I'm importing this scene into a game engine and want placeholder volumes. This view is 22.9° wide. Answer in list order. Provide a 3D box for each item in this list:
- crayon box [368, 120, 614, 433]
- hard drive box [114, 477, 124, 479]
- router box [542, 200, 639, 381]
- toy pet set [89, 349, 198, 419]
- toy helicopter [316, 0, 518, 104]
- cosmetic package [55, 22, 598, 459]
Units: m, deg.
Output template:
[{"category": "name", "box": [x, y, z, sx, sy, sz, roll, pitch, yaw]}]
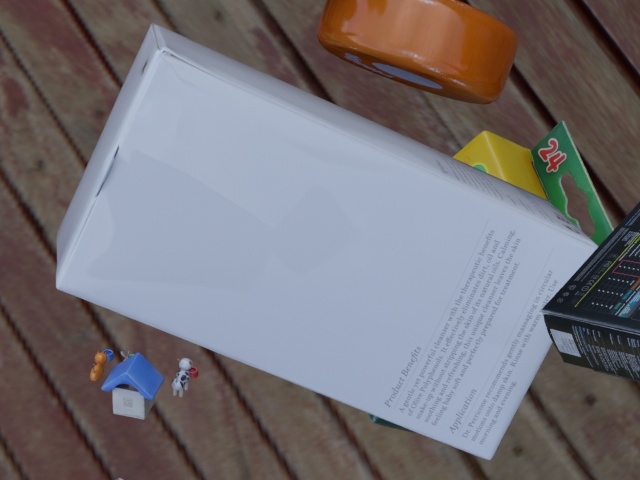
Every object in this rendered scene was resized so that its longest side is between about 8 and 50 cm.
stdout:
[{"category": "crayon box", "box": [0.153, 0.031, 1.650, 0.318, 0.081, 0.202, -43, 48, 29]}, {"category": "hard drive box", "box": [-0.040, 0.246, 0.704, 0.232, 0.089, 0.181, 28, 104, 8]}, {"category": "router box", "box": [0.183, 0.018, 0.777, 0.092, 0.038, 0.122, 12, 47, 48]}, {"category": "toy pet set", "box": [-0.212, 0.145, 1.814, 0.122, 0.114, 0.065, 9, 121, 11]}, {"category": "toy helicopter", "box": [-0.066, -0.180, 0.612, 0.235, 0.355, 0.140, 21, 91, 38]}, {"category": "cosmetic package", "box": [0.000, 0.000, 1.209, 0.365, 0.155, 0.197, 25, 101, -13]}]
